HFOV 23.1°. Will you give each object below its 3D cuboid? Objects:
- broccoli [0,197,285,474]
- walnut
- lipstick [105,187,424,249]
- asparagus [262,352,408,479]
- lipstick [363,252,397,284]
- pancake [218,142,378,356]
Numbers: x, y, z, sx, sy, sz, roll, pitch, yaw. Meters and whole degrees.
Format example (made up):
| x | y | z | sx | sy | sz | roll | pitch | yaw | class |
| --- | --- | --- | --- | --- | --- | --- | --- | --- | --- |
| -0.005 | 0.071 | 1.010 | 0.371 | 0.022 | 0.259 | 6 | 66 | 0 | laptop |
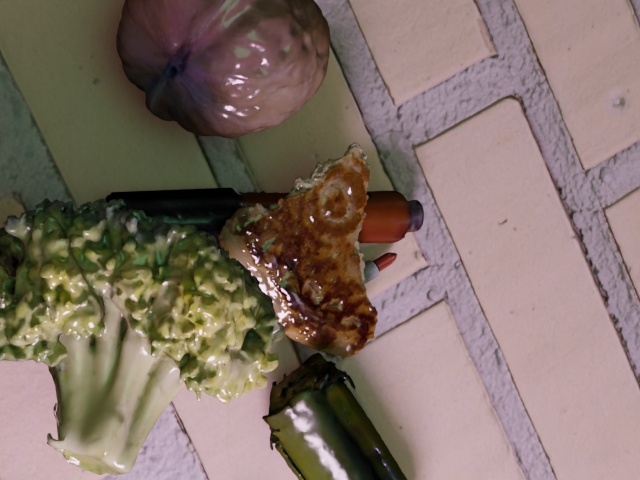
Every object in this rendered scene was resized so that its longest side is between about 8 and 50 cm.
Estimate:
| x | y | z | sx | sy | sz | roll | pitch | yaw | class |
| --- | --- | --- | --- | --- | --- | --- | --- | --- | --- |
| -0.217 | 0.118 | 1.731 | 0.347 | 0.293 | 0.281 | 15 | 64 | 5 | broccoli |
| -0.109 | -0.241 | 1.833 | 0.248 | 0.248 | 0.248 | 0 | 89 | -24 | walnut |
| -0.063 | -0.027 | 1.933 | 0.418 | 0.077 | 0.077 | -1 | 90 | -26 | lipstick |
| 0.057 | 0.323 | 1.967 | 0.128 | 0.108 | 0.382 | -37 | 106 | -20 | asparagus |
| 0.046 | 0.049 | 2.005 | 0.129 | 0.030 | 0.030 | -30 | 101 | -21 | lipstick |
| 0.000 | 0.000 | 1.913 | 0.266 | 0.057 | 0.245 | 31 | 85 | -37 | pancake |
